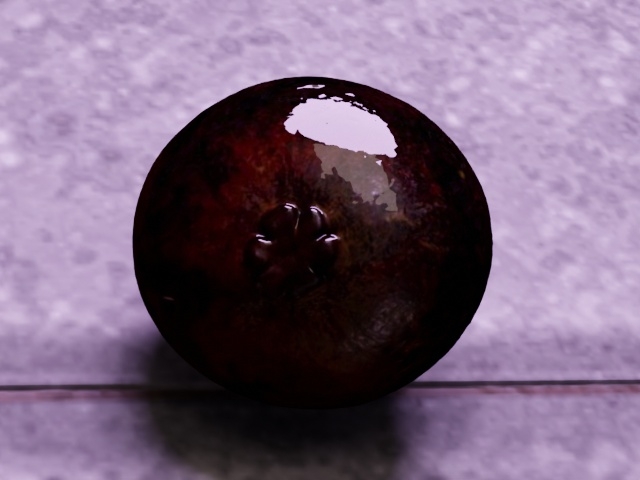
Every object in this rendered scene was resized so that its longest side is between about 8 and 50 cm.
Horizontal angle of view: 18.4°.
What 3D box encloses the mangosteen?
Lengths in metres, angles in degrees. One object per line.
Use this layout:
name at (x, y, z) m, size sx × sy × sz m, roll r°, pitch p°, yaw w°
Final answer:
mangosteen at (0.000, 0.000, 0.726) m, size 0.140 × 0.140 × 0.140 m, roll 10°, pitch 42°, yaw -9°
